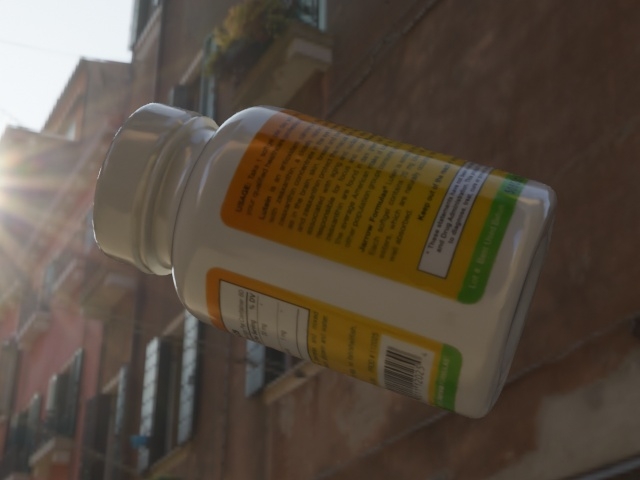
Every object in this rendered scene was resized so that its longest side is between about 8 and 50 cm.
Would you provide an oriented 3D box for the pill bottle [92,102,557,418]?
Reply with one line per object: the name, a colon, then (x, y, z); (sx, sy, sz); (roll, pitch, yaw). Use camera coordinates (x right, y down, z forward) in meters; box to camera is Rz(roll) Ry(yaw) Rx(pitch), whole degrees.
pill bottle: (0.000, 0.000, 0.600); (0.245, 0.136, 0.136); (18, -23, 15)
